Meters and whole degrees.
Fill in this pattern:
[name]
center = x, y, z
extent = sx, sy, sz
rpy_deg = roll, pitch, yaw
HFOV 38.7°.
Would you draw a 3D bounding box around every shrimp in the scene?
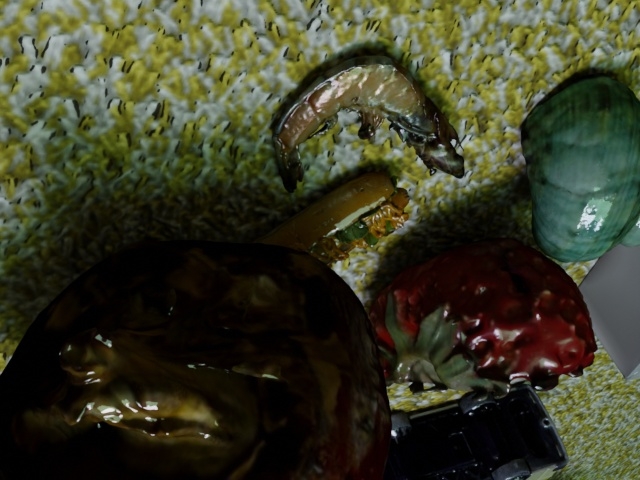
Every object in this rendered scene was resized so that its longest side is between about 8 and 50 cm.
[shrimp]
center = 0.039, -0.078, 0.793
extent = 0.148, 0.035, 0.195
rpy_deg = -38, 137, 15

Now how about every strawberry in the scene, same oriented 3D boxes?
[strawberry]
center = 0.193, 0.067, 0.978
extent = 0.280, 0.150, 0.253
rpy_deg = -13, -174, -24

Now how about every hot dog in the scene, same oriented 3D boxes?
[hot dog]
center = 0.000, 0.000, 0.861
extent = 0.188, 0.055, 0.072
rpy_deg = -33, 147, 11

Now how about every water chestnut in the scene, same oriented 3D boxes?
[water chestnut]
center = -0.113, 0.133, 0.730
extent = 0.335, 0.335, 0.347
rpy_deg = -23, 144, -2

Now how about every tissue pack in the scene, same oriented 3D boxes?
[tissue pack]
center = 0.455, 0.044, 1.131
extent = 0.159, 0.136, 0.246
rpy_deg = -8, 142, -24

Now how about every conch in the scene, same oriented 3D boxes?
[conch]
center = 0.275, -0.057, 0.899
extent = 0.188, 0.122, 0.176
rpy_deg = 20, 102, -51

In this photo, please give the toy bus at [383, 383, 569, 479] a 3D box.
[toy bus]
center = 0.192, 0.337, 1.360
extent = 0.305, 0.143, 0.179
rpy_deg = -12, 147, -19
